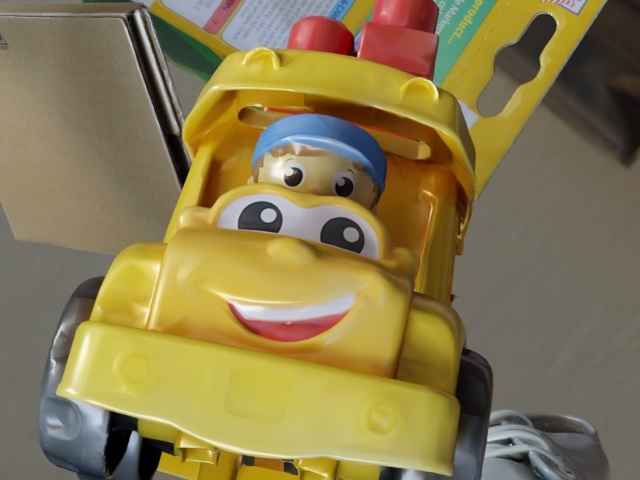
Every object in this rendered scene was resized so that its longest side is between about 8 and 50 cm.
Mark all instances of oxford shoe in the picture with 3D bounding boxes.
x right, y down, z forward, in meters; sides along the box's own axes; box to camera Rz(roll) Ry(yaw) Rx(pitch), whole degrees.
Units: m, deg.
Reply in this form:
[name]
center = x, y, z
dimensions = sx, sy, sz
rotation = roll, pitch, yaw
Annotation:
[oxford shoe]
center = 0.105, 0.173, 1.164
dimensions = 0.449, 0.169, 0.130
rotation = 6, -106, -76

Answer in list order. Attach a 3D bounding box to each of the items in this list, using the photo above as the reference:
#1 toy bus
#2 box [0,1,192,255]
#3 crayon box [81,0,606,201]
[toy bus]
center = 0.000, 0.000, 0.684
dimensions = 0.149, 0.211, 0.220
rotation = 13, 170, 4
[box]
center = -0.150, -0.066, 1.149
dimensions = 0.201, 0.164, 0.021
rotation = 7, -147, 45
[crayon box]
center = 0.018, -0.173, 1.306
dimensions = 0.323, 0.203, 0.083
rotation = 32, 164, 10
